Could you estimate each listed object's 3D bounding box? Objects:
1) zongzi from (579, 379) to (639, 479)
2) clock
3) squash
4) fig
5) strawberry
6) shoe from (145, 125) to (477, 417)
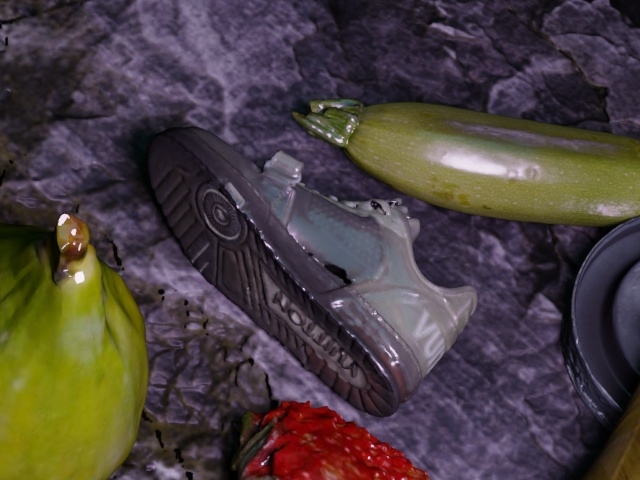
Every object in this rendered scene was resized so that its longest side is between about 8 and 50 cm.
[{"bbox_3d":[0.208,0.193,1.419,0.228,0.115,0.256,-10,77,-16],"label":"zongzi"},{"bbox_3d":[0.310,0.082,1.564,0.226,0.049,0.226,5,60,-9],"label":"clock"},{"bbox_3d":[0.140,-0.064,1.589,0.341,0.094,0.094,9,59,-10],"label":"squash"},{"bbox_3d":[-0.226,0.100,1.297,0.233,0.314,0.233,1,88,-17],"label":"fig"},{"bbox_3d":[0.031,0.193,1.413,0.208,0.087,0.167,9,57,-9],"label":"strawberry"},{"bbox_3d":[0.001,-0.002,1.514,0.149,0.109,0.293,-36,76,-32],"label":"shoe"}]
